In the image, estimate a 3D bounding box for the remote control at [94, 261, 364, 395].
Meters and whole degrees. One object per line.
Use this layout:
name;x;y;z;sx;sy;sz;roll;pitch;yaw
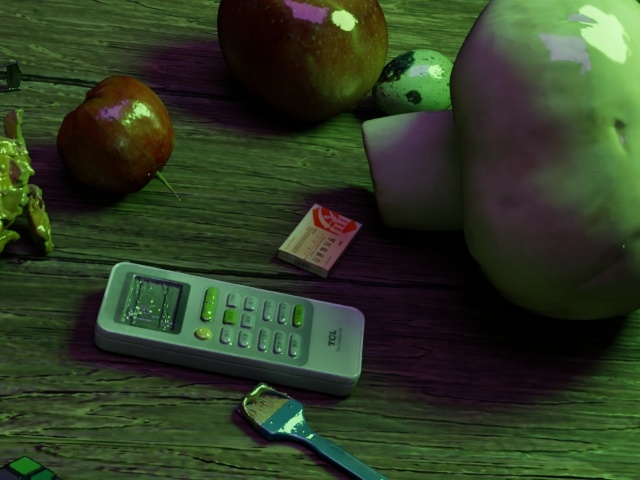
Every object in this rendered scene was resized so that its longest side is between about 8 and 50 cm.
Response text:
remote control;-0.083;0.083;1.308;0.250;0.034;0.103;12;39;-3

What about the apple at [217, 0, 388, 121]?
apple;-0.022;-0.231;1.613;0.201;0.162;0.201;4;30;-3

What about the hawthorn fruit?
hawthorn fruit;-0.205;-0.108;1.432;0.140;0.125;0.125;23;40;14

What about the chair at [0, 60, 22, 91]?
chair;-0.365;-0.170;1.522;0.086;0.037;0.042;-14;35;-25

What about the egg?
egg;0.113;-0.185;1.649;0.110;0.085;0.085;-10;45;-17

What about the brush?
brush;-0.001;0.181;1.234;0.164;0.014;0.051;31;43;18

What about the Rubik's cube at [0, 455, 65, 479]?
Rubik's cube;-0.226;0.227;1.031;0.133;0.133;0.112;25;66;13

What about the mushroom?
mushroom;0.229;-0.086;1.394;0.353;0.353;0.325;3;25;-14

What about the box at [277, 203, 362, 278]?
box;0.000;0.000;1.448;0.058;0.015;0.093;23;41;13

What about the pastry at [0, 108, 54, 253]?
pastry;-0.342;-0.026;1.305;0.154;0.102;0.250;23;39;9

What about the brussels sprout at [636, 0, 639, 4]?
brussels sprout;0.492;-0.346;1.839;0.328;0.247;0.328;10;36;-8
